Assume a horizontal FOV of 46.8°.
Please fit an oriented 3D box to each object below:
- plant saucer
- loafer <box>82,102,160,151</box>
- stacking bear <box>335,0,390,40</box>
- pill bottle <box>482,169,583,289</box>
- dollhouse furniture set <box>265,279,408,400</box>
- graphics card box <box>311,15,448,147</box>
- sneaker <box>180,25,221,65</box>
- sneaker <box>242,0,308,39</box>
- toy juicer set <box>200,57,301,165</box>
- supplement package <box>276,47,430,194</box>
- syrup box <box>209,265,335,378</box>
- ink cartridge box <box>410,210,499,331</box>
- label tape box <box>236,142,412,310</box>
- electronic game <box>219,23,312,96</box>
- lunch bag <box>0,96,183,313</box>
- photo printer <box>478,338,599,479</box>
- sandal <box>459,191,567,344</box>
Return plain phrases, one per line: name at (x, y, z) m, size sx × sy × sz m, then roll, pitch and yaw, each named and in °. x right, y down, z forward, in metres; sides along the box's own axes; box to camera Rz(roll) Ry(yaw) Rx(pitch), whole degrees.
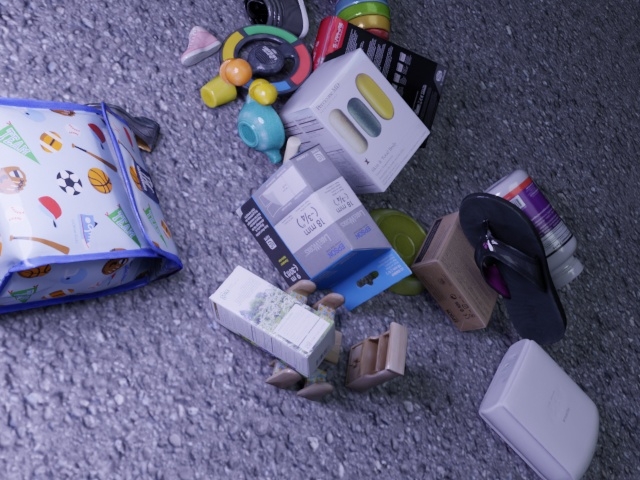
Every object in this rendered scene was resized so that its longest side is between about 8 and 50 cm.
plant saucer at (0.200, 0.020, 1.838) m, size 0.241 × 0.037 × 0.241 m, roll 16°, pitch 58°, yaw -27°
loafer at (-0.415, -0.235, 1.527) m, size 0.170 × 0.062 × 0.061 m, roll 15°, pitch 63°, yaw -27°
stacking bear at (0.129, -0.588, 2.045) m, size 0.164 × 0.175 × 0.289 m, roll -8°, pitch 79°, yaw -10°
pill bottle at (0.573, -0.022, 2.028) m, size 0.181 × 0.181 × 0.323 m, roll -36°, pitch 90°, yaw -42°
dollhouse furniture set at (0.036, 0.212, 1.533) m, size 0.242 × 0.161 × 0.212 m, roll 25°, pitch 54°, yaw -22°
graphics card box at (0.140, -0.403, 1.922) m, size 0.371 × 0.094 × 0.233 m, roll 15°, pitch 90°, yaw -27°
sneaker at (-0.298, -0.460, 1.739) m, size 0.070 × 0.051 × 0.134 m, roll 48°, pitch 45°, yaw -2°
sneaker at (-0.141, -0.662, 1.920) m, size 0.147 × 0.104 × 0.296 m, roll -11°, pitch 77°, yaw -44°
toy juicer set at (-0.120, -0.272, 1.656) m, size 0.089 × 0.209 × 0.329 m, roll -38°, pitch 89°, yaw -33°
supplement package at (0.070, -0.268, 1.727) m, size 0.263 × 0.198 × 0.199 m, roll 46°, pitch 70°, yaw -21°
syrup box at (-0.094, 0.157, 1.441) m, size 0.237 × 0.096 × 0.093 m, roll 28°, pitch 60°, yaw 20°
ink cartridge box at (0.349, 0.078, 1.846) m, size 0.235 × 0.088 × 0.193 m, roll 51°, pitch 46°, yaw -20°
label tape box at (0.000, 0.000, 1.570) m, size 0.106 × 0.240 × 0.334 m, roll -34°, pitch 87°, yaw -42°
electronic game at (-0.132, -0.441, 1.805) m, size 0.229 × 0.048 × 0.229 m, roll 5°, pitch 59°, yaw -9°
lunch bag at (-0.440, -0.070, 1.314) m, size 0.385 × 0.239 × 0.328 m, roll -4°, pitch 67°, yaw -54°
photo printer at (0.553, 0.432, 1.815) m, size 0.307 × 0.107 × 0.256 m, roll 46°, pitch 49°, yaw -5°
sandal at (0.469, 0.082, 1.779) m, size 0.446 × 0.167 × 0.107 m, roll 58°, pitch 41°, yaw -16°
